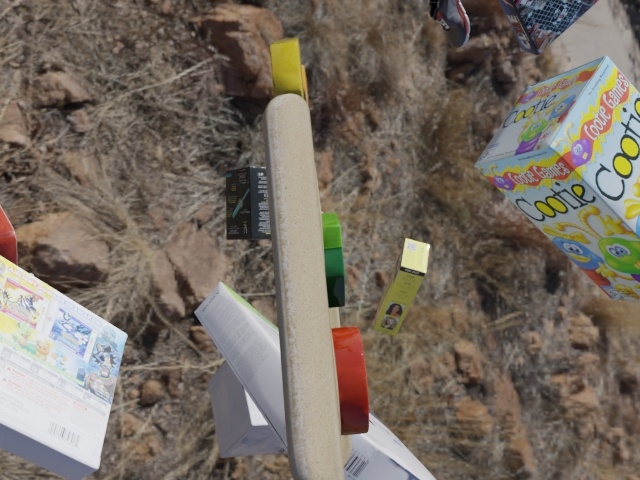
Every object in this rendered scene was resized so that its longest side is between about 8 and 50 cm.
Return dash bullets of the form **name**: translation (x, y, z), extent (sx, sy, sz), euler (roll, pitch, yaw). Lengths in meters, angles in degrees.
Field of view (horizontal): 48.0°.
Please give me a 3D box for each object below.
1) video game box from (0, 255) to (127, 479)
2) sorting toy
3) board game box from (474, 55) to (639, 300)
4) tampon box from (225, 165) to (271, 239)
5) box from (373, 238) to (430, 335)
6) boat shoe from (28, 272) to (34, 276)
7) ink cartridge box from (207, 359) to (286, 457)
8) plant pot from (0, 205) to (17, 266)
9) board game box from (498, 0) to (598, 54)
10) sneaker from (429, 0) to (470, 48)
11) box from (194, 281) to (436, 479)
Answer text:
- **video game box**: translation (-0.311, 0.128, 0.761), extent (0.205, 0.048, 0.187), euler (41, 30, -31)
- **sorting toy**: translation (0.000, 0.000, 0.474), extent (0.229, 0.041, 0.307), euler (76, 9, -76)
- **board game box**: translation (0.353, -0.063, 0.880), extent (0.275, 0.144, 0.142), euler (41, 73, -15)
- **tampon box**: translation (-0.144, -0.082, 1.630), extent (0.101, 0.120, 0.161), euler (-1, 91, -35)
- **box**: translation (0.175, 0.105, 1.564), extent (0.232, 0.058, 0.087), euler (105, 0, -48)
- **boat shoe**: translation (-0.612, 0.181, 1.518), extent (0.075, 0.083, 0.226), euler (-16, 103, -17)
- **ink cartridge box**: translation (-0.086, 0.331, 1.487), extent (0.232, 0.168, 0.171), euler (5, 52, -31)
- **plant pot**: translation (-0.690, 0.048, 1.259), extent (0.235, 0.267, 0.267), euler (-13, 131, -35)
- **board game box**: translation (0.375, -0.426, 1.090), extent (0.243, 0.042, 0.165), euler (-42, 123, -4)
- **sneaker**: translation (0.222, -0.412, 1.304), extent (0.065, 0.061, 0.158), euler (-38, 131, -15)
- **box**: translation (-0.004, 0.181, 0.799), extent (0.058, 0.322, 0.232), euler (-48, 119, -2)
